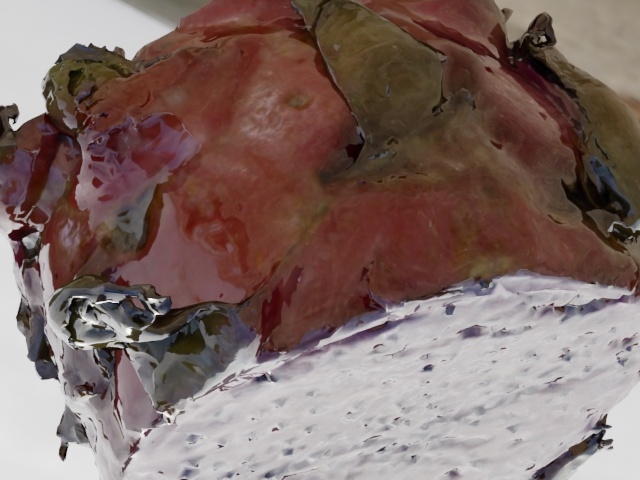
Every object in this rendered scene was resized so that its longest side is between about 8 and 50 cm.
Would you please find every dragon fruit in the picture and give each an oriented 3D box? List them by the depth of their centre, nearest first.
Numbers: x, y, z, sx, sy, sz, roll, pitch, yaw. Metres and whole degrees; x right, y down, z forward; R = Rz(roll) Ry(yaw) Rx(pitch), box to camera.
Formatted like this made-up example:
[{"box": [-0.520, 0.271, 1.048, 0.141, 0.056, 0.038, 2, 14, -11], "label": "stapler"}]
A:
[{"box": [0.000, 0.000, 0.637, 0.282, 0.211, 0.147, 25, -143, -53], "label": "dragon fruit"}]
